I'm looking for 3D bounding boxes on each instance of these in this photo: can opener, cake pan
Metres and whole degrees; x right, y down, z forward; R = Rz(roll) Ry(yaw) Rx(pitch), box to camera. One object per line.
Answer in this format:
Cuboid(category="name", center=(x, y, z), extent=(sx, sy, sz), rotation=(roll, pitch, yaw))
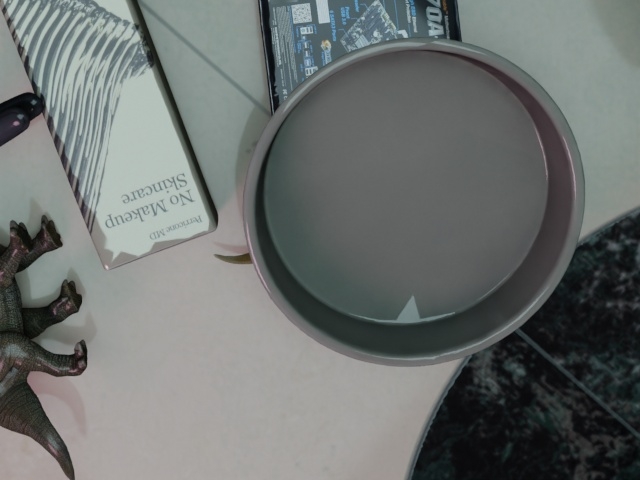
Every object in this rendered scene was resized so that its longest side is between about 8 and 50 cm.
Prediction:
Cuboid(category="can opener", center=(-0.311, -0.082, 1.369), extent=(0.186, 0.059, 0.073), rotation=(-15, 126, 36))
Cuboid(category="cake pan", center=(0.079, -0.035, 1.374), extent=(0.293, 0.054, 0.293), rotation=(-1, 109, -4))

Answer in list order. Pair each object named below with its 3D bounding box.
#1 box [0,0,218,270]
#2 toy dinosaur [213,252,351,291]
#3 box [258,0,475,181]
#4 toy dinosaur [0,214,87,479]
Cuboid(category="box", center=(-0.186, -0.122, 1.392), extent=(0.113, 0.094, 0.275), rotation=(-22, 98, -1))
Cuboid(category="toy dinosaur", center=(0.000, 0.000, 1.454), extent=(0.183, 0.053, 0.092), rotation=(-32, 84, -7))
Cuboid(category="box", center=(0.037, -0.169, 1.413), extent=(0.175, 0.051, 0.220), rotation=(-7, 92, -3))
Cuboid(category="toy dinosaur", center=(-0.299, 0.071, 1.417), extent=(0.160, 0.121, 0.313), rotation=(-21, 104, 11))
